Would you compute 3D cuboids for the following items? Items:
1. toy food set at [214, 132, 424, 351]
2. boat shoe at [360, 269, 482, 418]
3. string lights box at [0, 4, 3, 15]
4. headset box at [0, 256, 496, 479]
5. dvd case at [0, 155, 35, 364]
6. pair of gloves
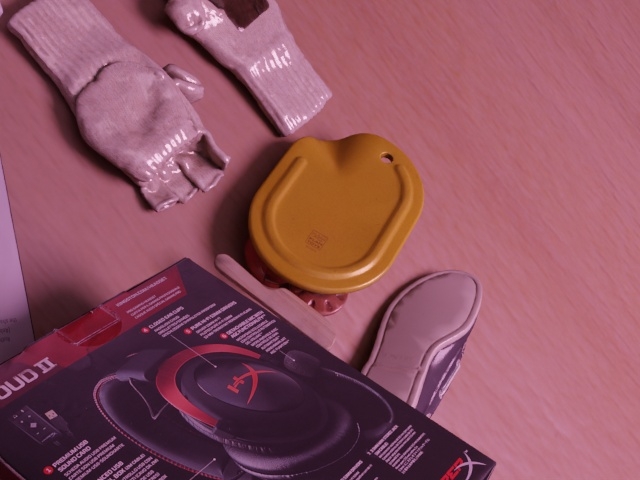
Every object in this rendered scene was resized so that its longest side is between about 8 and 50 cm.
[{"bbox_3d":[0.000,0.000,0.822,0.128,0.071,0.218,30,54,7],"label":"toy food set"},{"bbox_3d":[0.084,0.107,0.850,0.206,0.075,0.065,-53,147,-39],"label":"boat shoe"},{"bbox_3d":[-0.363,-0.180,0.636,0.260,0.077,0.133,-18,85,-36],"label":"string lights box"},{"bbox_3d":[-0.076,0.145,0.600,0.293,0.110,0.218,31,37,20],"label":"headset box"},{"bbox_3d":[-0.293,0.011,0.644,0.179,0.029,0.238,-7,78,-34],"label":"dvd case"},{"bbox_3d":[-0.112,-0.152,0.811,0.240,0.042,0.204,-37,95,-35],"label":"pair of gloves"}]
